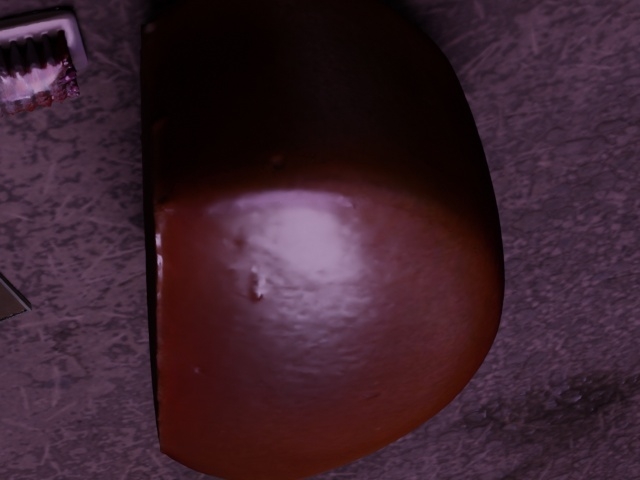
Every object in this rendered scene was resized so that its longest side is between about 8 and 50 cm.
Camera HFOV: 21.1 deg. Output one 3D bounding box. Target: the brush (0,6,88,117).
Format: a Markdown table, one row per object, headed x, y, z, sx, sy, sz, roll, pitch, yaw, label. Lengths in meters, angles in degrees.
| x | y | z | sx | sy | sz | roll | pitch | yaw | label |
| --- | --- | --- | --- | --- | --- | --- | --- | --- | --- |
| -0.314 | -0.090 | 1.141 | 0.321 | 0.050 | 0.060 | -12 | 147 | -4 | brush |

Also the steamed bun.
| x | y | z | sx | sy | sz | roll | pitch | yaw | label |
| --- | --- | --- | --- | --- | --- | --- | --- | --- | --- |
| 0.000 | 0.000 | 1.210 | 0.248 | 0.235 | 0.379 | -4 | 142 | -7 | steamed bun |

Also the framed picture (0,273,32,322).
| x | y | z | sx | sy | sz | roll | pitch | yaw | label |
| --- | --- | --- | --- | --- | --- | --- | --- | --- | --- |
| -0.285 | 0.055 | 1.373 | 0.089 | 0.007 | 0.066 | -22 | 144 | 9 | framed picture |
